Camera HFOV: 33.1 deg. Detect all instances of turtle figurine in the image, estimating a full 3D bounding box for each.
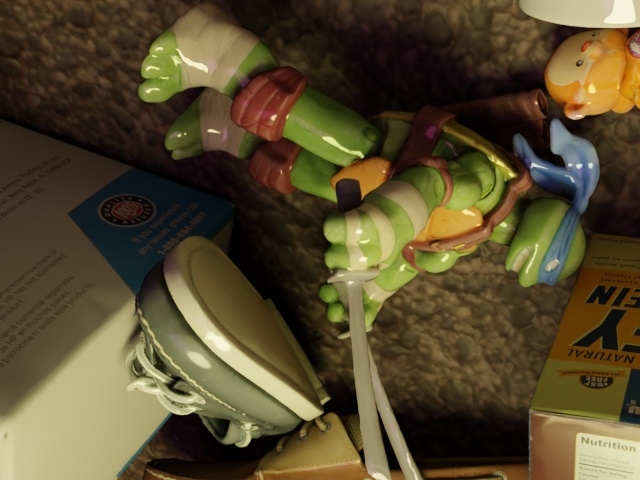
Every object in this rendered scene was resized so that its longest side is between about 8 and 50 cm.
[{"bbox_3d":[0.000,0.000,0.642,0.266,0.198,0.274,34,108,16],"label":"turtle figurine"}]

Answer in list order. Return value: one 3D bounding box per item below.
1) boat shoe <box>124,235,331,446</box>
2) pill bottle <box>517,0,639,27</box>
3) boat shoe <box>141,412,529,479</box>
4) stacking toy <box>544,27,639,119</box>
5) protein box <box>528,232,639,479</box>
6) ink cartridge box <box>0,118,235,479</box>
[{"bbox_3d":[-0.064,0.083,0.667,0.099,0.319,0.116,-32,77,-1],"label":"boat shoe"},{"bbox_3d":[0.140,-0.229,0.487,0.136,0.136,0.245,6,119,22],"label":"pill bottle"},{"bbox_3d":[0.022,0.187,0.809,0.324,0.122,0.120,5,89,20],"label":"boat shoe"},{"bbox_3d":[0.248,-0.074,0.541,0.302,0.175,0.166,17,159,37],"label":"stacking toy"},{"bbox_3d":[0.206,0.133,0.629,0.136,0.200,0.201,7,119,21],"label":"protein box"},{"bbox_3d":[-0.302,0.033,0.755,0.395,0.285,0.166,21,124,14],"label":"ink cartridge box"}]
